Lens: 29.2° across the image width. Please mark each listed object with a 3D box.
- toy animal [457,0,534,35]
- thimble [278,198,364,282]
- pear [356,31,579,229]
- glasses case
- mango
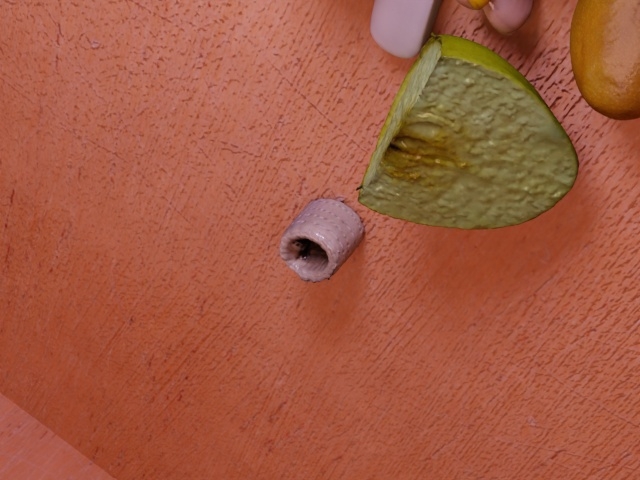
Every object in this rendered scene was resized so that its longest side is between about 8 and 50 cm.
[{"bbox_3d":[0.194,-0.296,1.412,0.114,0.091,0.082,29,174,-39],"label":"toy animal"},{"bbox_3d":[0.000,0.000,1.855,0.102,0.090,0.115,39,142,0],"label":"thimble"},{"bbox_3d":[0.205,-0.131,1.522,0.239,0.139,0.288,24,138,-4],"label":"pear"},{"bbox_3d":[0.109,-0.302,1.486,0.076,0.049,0.197,30,142,12],"label":"glasses case"},{"bbox_3d":[0.339,-0.235,1.326,0.136,0.099,0.227,27,133,24],"label":"mango"}]
